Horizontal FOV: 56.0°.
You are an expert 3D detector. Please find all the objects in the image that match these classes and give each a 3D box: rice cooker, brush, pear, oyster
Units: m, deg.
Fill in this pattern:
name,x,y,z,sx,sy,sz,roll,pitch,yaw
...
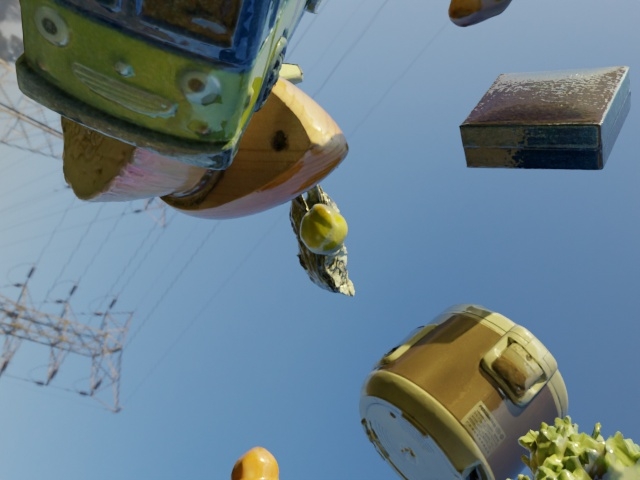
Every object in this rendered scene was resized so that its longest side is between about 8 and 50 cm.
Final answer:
name,x,y,z,sx,sy,sz,roll,pitch,yaw
rice cooker,0.273,0.301,1.146,0.325,0.335,0.335,-34,-154,-26
brush,-0.115,-0.106,0.592,0.267,0.166,0.174,8,-86,35
pear,0.003,-0.023,1.110,0.092,0.092,0.097,26,-51,54
oyster,0.002,0.005,1.637,0.158,0.351,0.162,-22,-173,6

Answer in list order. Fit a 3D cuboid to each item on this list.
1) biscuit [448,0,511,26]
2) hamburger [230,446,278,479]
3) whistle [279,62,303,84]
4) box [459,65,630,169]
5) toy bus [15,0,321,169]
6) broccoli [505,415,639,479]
name,x,y,z,sx,sy,sz,roll,pitch,yaw
biscuit,0.185,-0.300,0.533,0.164,0.208,0.047,-12,-131,8
hamburger,-0.087,0.336,0.548,0.276,0.276,0.236,-40,-109,28
whistle,-0.141,-0.249,0.942,0.077,0.236,0.114,106,-34,-47
box,0.477,-0.262,1.273,0.279,0.116,0.261,8,-140,35
toy bus,-0.064,-0.219,0.403,0.190,0.152,0.312,117,-7,-51
broccoli,0.225,0.215,0.404,0.249,0.375,0.301,-12,-112,57
